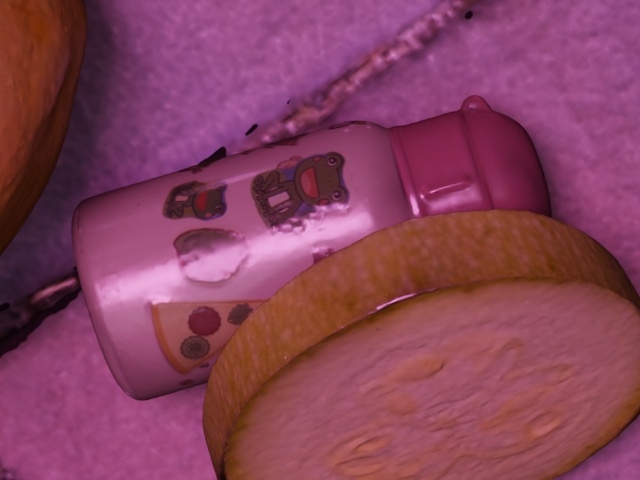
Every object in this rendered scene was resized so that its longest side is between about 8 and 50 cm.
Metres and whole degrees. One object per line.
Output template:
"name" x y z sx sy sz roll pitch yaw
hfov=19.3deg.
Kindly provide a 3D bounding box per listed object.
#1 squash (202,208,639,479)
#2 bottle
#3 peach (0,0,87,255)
"squash" 0.060 0.082 1.026 0.252 0.049 0.252 -13 144 -10
"bottle" 0.000 0.000 1.030 0.253 0.120 0.120 -16 105 4
"peach" -0.267 -0.076 0.913 0.314 0.315 0.281 -22 121 -3
